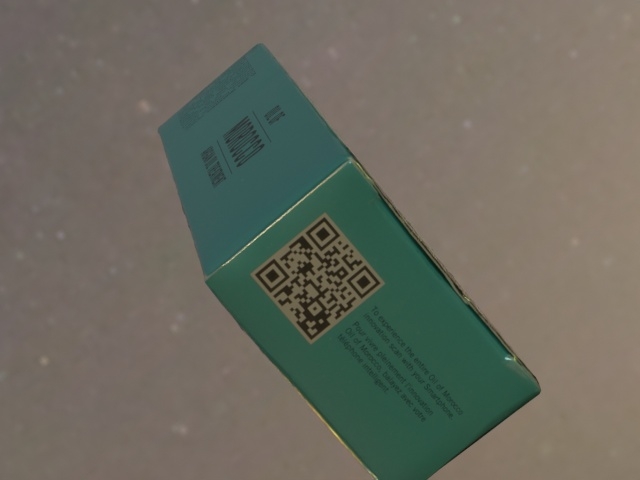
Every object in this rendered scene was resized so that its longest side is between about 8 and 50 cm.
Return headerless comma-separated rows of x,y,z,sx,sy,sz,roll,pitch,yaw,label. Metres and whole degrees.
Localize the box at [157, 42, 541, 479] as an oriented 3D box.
0.000,0.000,0.696,0.060,0.100,0.244,-39,16,3,box
